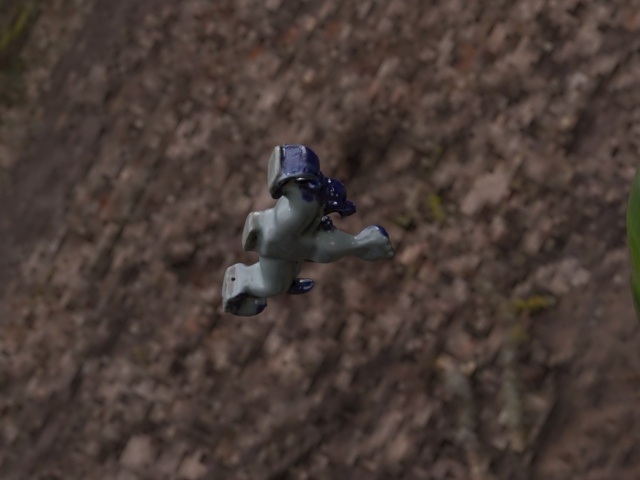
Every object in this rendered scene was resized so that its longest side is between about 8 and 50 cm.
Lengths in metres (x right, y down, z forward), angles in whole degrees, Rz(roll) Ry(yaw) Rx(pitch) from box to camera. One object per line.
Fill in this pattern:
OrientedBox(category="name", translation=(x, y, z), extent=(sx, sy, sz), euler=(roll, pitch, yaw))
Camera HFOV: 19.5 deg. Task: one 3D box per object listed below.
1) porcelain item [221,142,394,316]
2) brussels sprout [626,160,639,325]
OrientedBox(category="porcelain item", translation=(0.000, 0.000, 0.911), extent=(0.136, 0.075, 0.021), euler=(115, 158, -55))
OrientedBox(category="brussels sprout", translation=(0.322, 0.035, 1.026), extent=(0.281, 0.289, 0.354), euler=(-57, -35, -24))
